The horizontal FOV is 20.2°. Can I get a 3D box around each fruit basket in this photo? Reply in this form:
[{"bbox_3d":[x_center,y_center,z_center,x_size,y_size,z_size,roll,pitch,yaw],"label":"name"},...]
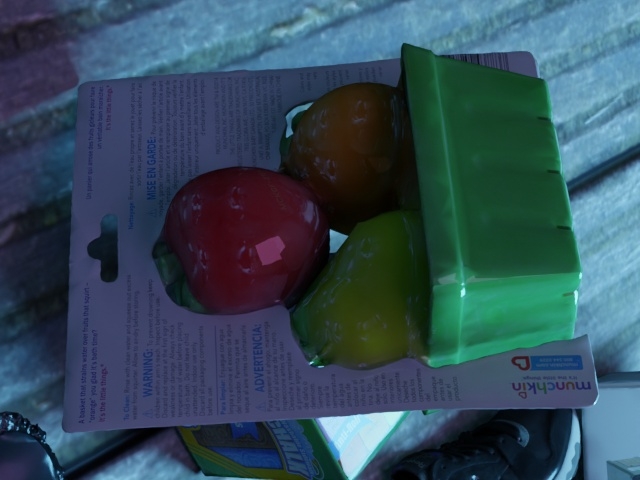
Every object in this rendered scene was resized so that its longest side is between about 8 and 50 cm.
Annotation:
[{"bbox_3d":[0.000,0.000,1.273,0.165,0.353,0.327,79,4,-50],"label":"fruit basket"}]

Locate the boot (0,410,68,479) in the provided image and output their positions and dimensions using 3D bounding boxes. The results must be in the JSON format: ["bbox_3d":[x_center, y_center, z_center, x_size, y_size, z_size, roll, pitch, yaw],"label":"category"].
[{"bbox_3d":[-0.242,0.221,1.195,0.207,0.094,0.246,-34,88,-38],"label":"boot"}]

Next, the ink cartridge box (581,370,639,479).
[{"bbox_3d":[0.321,0.263,1.716,0.198,0.115,0.273,3,85,-74],"label":"ink cartridge box"}]

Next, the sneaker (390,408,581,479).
[{"bbox_3d":[0.132,0.216,1.594,0.124,0.107,0.283,50,56,-24],"label":"sneaker"}]

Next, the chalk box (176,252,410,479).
[{"bbox_3d":[-0.010,0.097,1.376,0.132,0.213,0.132,-44,118,-36],"label":"chalk box"}]
